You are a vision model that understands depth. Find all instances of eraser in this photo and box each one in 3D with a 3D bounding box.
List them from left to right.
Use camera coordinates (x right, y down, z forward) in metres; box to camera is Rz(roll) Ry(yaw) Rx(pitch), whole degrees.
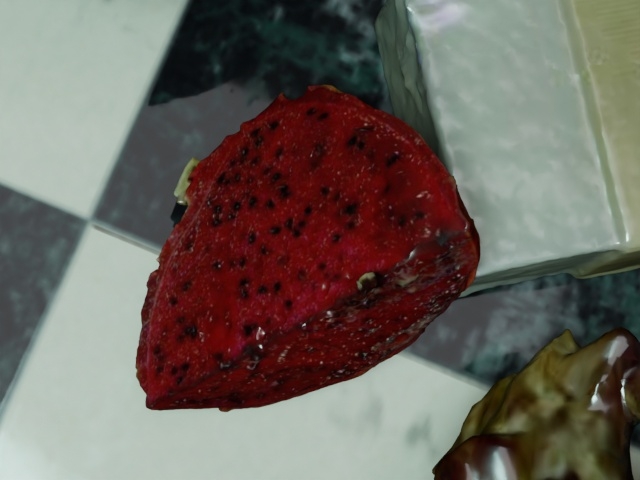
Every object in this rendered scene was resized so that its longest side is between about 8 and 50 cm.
[{"bbox_3d":[0.205,-0.074,0.562,0.343,0.078,0.144,-11,81,-10],"label":"eraser"}]

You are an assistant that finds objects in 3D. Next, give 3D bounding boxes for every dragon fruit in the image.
[{"bbox_3d":[0.000,0.000,0.514,0.162,0.083,0.106,-35,57,29],"label":"dragon fruit"}]

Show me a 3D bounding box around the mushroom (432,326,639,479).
[{"bbox_3d":[0.244,0.092,0.409,0.356,0.334,0.331,13,90,-13],"label":"mushroom"}]
